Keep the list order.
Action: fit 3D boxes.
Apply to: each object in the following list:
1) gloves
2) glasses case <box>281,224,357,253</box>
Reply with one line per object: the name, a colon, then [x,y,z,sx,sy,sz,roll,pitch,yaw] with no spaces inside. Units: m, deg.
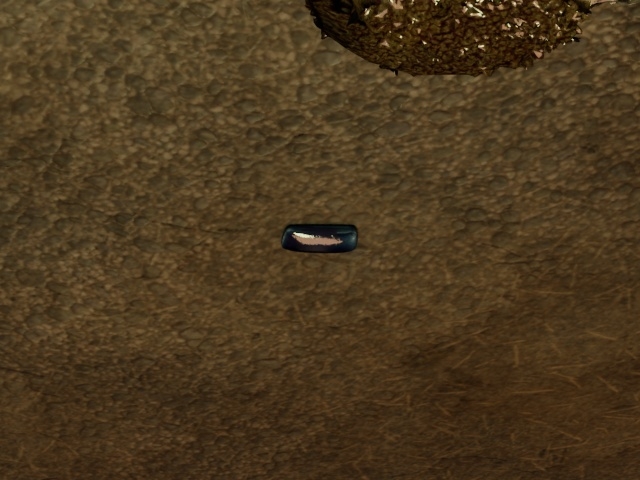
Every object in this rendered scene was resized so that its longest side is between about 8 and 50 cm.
gloves: [0.128,-0.224,1.225,0.312,0.135,0.210,-27,144,32]
glasses case: [0.000,0.000,1.603,0.083,0.023,0.033,0,145,-8]
